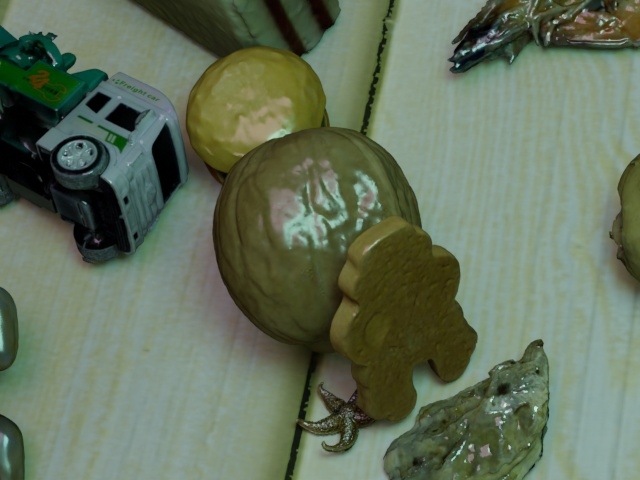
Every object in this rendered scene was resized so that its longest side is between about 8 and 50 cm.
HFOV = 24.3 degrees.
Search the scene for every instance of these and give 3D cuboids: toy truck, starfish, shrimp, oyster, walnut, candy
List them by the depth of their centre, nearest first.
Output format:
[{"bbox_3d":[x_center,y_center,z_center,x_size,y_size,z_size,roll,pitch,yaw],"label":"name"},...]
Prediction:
[{"bbox_3d":[0.145,0.193,1.414,0.209,0.072,0.133,-26,59,1],"label":"oyster"},{"bbox_3d":[0.000,0.000,1.458,0.228,0.228,0.228,-5,63,10],"label":"walnut"},{"bbox_3d":[0.020,0.173,1.474,0.091,0.028,0.078,-16,56,7],"label":"starfish"},{"bbox_3d":[0.281,-0.255,1.611,0.317,0.062,0.164,-36,65,-9],"label":"shrimp"},{"bbox_3d":[-0.313,-0.131,1.621,0.363,0.177,0.178,30,61,25],"label":"toy truck"},{"bbox_3d":[-0.146,-0.327,1.671,0.320,0.179,0.135,33,74,24],"label":"candy"}]

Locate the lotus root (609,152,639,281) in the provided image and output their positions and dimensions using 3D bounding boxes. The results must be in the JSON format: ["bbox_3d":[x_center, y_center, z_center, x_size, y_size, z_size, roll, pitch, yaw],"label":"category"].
[{"bbox_3d":[0.444,-0.042,1.406,0.342,0.151,0.169,-13,105,7],"label":"lotus root"}]

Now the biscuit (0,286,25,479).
[{"bbox_3d":[-0.445,0.171,1.533,0.290,0.062,0.237,-8,79,8],"label":"biscuit"}]

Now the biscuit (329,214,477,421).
[{"bbox_3d":[0.074,0.071,1.391,0.144,0.236,0.040,-39,46,-20],"label":"biscuit"}]

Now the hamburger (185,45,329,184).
[{"bbox_3d":[-0.064,-0.128,1.590,0.162,0.115,0.162,-4,66,10],"label":"hamburger"}]
